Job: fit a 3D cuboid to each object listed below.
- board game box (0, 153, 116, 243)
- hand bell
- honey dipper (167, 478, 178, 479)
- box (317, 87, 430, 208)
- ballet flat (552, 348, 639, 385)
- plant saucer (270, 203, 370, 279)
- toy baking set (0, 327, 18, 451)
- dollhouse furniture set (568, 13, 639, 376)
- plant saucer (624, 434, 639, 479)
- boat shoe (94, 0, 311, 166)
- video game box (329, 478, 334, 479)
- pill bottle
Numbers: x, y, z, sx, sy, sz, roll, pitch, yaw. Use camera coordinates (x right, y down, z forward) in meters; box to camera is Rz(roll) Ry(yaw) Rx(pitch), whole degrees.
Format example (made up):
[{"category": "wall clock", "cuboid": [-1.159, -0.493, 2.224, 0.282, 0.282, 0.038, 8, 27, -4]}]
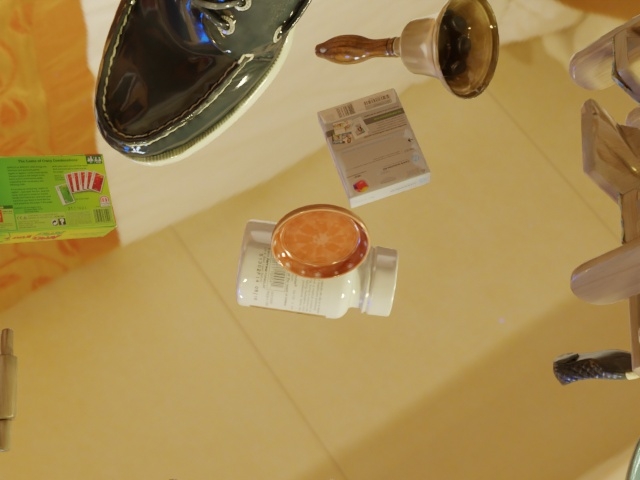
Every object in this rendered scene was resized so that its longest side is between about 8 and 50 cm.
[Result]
[{"category": "board game box", "cuboid": [-0.332, -0.047, 1.132, 0.181, 0.092, 0.043, -5, 166, -37]}, {"category": "hand bell", "cuboid": [0.088, -0.240, 1.237, 0.126, 0.242, 0.126, -9, 103, -45]}, {"category": "honey dipper", "cuboid": [-0.142, 0.291, 0.963, 0.030, 0.161, 0.031, -3, 122, -5]}, {"category": "box", "cuboid": [0.090, -0.161, 1.704, 0.145, 0.186, 0.038, -19, 151, -3]}, {"category": "ballet flat", "cuboid": [0.433, 0.200, 1.535, 0.057, 0.049, 0.173, -34, -167, -32]}, {"category": "plant saucer", "cuboid": [0.000, 0.000, 0.836, 0.083, 0.013, 0.084, 0, 135, 0]}, {"category": "toy baking set", "cuboid": [-0.486, 0.180, 1.283, 0.196, 0.256, 0.030, -2, 156, 0]}, {"category": "dollhouse furniture set", "cuboid": [0.424, -0.006, 1.253, 0.394, 0.362, 0.256, 35, 135, -28]}, {"category": "plant saucer", "cuboid": [0.409, 0.269, 0.941, 0.317, 0.318, 0.043, -29, -179, -22]}, {"category": "boat shoe", "cuboid": [-0.051, -0.191, 0.622, 0.340, 0.127, 0.113, -46, 170, 14]}, {"category": "video game box", "cuboid": [0.008, 0.535, 1.666, 0.205, 0.048, 0.187, -51, 135, -24]}, {"category": "pill bottle", "cuboid": [-0.005, 0.047, 1.477, 0.229, 0.131, 0.131, 8, 154, 0]}]
